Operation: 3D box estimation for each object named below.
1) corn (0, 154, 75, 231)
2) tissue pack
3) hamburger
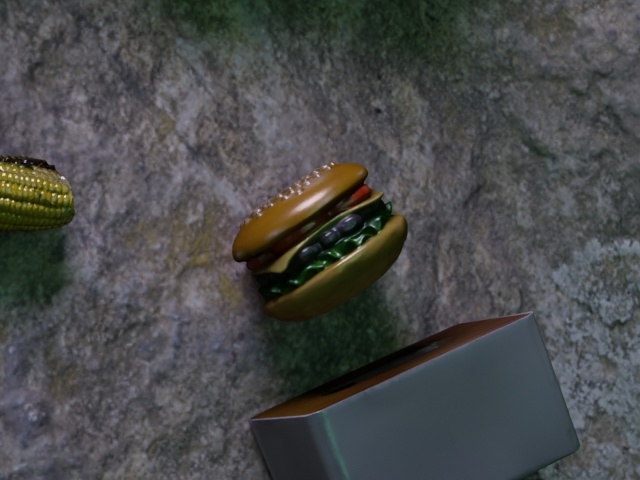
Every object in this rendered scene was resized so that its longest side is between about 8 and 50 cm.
[{"bbox_3d":[-0.312,-0.043,1.723,0.203,0.072,0.072,4,81,-24],"label":"corn"},{"bbox_3d":[0.086,0.176,1.811,0.246,0.159,0.136,-22,93,-25],"label":"tissue pack"},{"bbox_3d":[0.000,0.000,1.802,0.162,0.162,0.115,-35,95,-23],"label":"hamburger"}]
